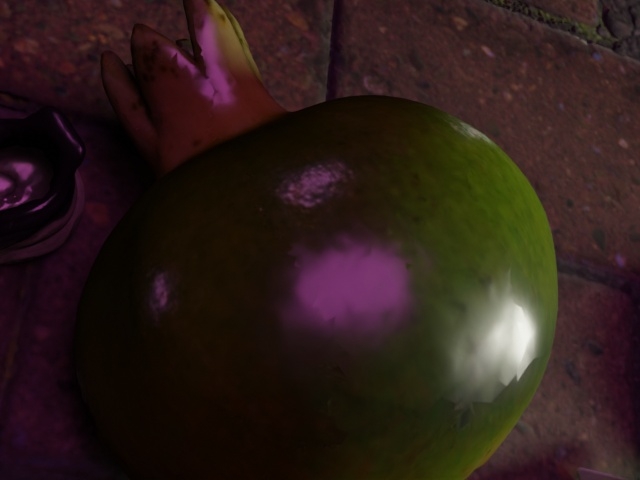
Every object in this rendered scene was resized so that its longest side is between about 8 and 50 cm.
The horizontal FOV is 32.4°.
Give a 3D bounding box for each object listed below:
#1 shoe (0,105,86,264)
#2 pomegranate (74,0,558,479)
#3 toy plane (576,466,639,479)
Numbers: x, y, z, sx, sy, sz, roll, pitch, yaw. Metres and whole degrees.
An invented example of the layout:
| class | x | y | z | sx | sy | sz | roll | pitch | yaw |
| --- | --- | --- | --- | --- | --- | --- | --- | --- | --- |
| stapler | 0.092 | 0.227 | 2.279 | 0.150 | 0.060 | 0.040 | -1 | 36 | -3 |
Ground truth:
| class | x | y | z | sx | sy | sz | roll | pitch | yaw |
| --- | --- | --- | --- | --- | --- | --- | --- | --- | --- |
| shoe | -0.233 | -0.020 | 0.632 | 0.228 | 0.112 | 0.099 | -24 | 81 | -36 |
| pomegranate | 0.000 | 0.000 | 0.672 | 0.310 | 0.216 | 0.358 | -26 | 87 | -38 |
| toy plane | 0.283 | 0.252 | 0.802 | 0.234 | 0.082 | 0.160 | 57 | 29 | 6 |
